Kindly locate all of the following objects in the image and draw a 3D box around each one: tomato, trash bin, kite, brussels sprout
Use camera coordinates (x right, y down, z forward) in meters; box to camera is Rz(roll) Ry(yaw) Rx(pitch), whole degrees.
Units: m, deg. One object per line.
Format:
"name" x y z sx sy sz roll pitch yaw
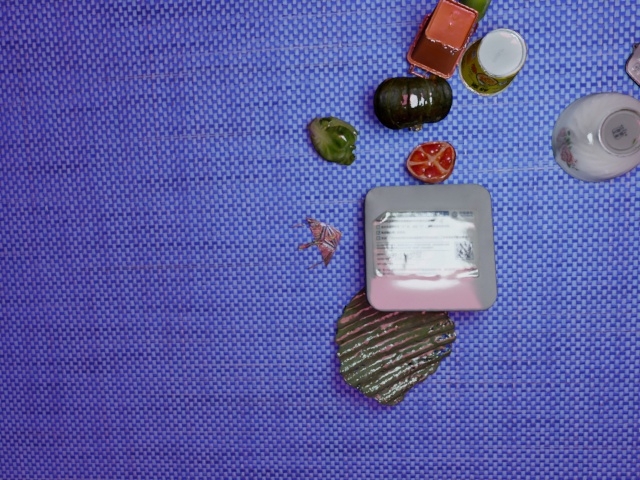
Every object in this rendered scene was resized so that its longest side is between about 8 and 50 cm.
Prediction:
"tomato" 0.350 -0.235 1.393 0.155 0.069 0.156 -9 58 15
"trash bin" 0.349 -0.572 1.280 0.161 0.239 0.185 25 100 2
"kite" 0.000 0.000 1.484 0.160 0.010 0.183 -21 98 3
"brussels sprout" 0.038 -0.318 1.409 0.180 0.101 0.139 31 117 -10

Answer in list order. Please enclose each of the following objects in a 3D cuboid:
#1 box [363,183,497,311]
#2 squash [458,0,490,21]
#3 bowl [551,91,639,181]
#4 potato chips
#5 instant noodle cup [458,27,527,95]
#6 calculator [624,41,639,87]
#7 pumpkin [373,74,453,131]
"box" 0.333 0.021 1.383 0.395 0.111 0.397 0 82 4
"squash" 0.458 -0.710 1.283 0.095 0.188 0.095 0 94 5
"bowl" 0.859 -0.312 1.320 0.276 0.145 0.277 0 96 2
"potato chips" 0.231 0.331 1.457 0.373 0.097 0.389 41 92 2
"instant noodle cup" 0.519 -0.537 1.318 0.182 0.144 0.183 0 96 5
"calculator" 1.051 -0.511 1.332 0.268 0.040 0.177 38 97 0
"pumpkin" 0.271 -0.404 1.313 0.237 0.238 0.159 0 101 5
